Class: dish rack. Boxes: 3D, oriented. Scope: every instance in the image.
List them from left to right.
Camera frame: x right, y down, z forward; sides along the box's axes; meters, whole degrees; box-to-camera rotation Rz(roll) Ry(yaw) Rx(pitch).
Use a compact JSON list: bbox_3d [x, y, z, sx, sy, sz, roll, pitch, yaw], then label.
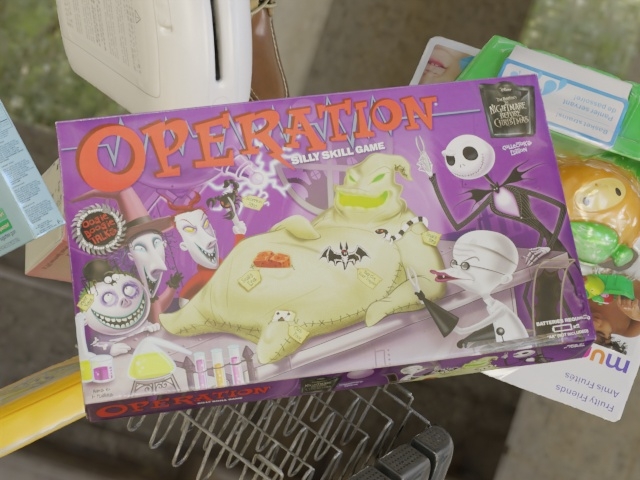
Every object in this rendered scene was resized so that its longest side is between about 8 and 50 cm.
[{"bbox_3d":[-0.046,0.125,1.153,0.271,0.074,0.208,36,28,21],"label":"dish rack"}]

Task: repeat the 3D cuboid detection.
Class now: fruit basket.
[{"bbox_3d":[0.202,-0.029,1.570,0.327,0.353,0.165,21,-32,10],"label":"fruit basket"}]

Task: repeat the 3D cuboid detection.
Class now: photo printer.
[{"bbox_3d":[-0.163,-0.246,1.497,0.107,0.256,0.307,-16,27,-24],"label":"photo printer"}]

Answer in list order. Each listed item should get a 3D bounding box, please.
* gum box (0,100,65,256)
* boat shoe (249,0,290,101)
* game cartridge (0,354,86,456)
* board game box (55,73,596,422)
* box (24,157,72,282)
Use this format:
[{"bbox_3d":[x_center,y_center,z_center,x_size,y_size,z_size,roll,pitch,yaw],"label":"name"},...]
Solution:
[{"bbox_3d":[-0.347,-0.076,1.587,0.041,0.184,0.157,-30,6,-33],"label":"gum box"},{"bbox_3d":[-0.109,-0.292,1.757,0.120,0.324,0.122,-14,18,35],"label":"boat shoe"},{"bbox_3d":[-0.304,0.171,1.675,0.324,0.052,0.285,-27,5,-31],"label":"game cartridge"},{"bbox_3d":[0.000,0.000,1.077,0.347,0.208,0.056,-7,-25,-8],"label":"board game box"},{"bbox_3d":[-0.247,-0.016,2.006,0.232,0.126,0.148,10,-23,-26],"label":"box"}]
